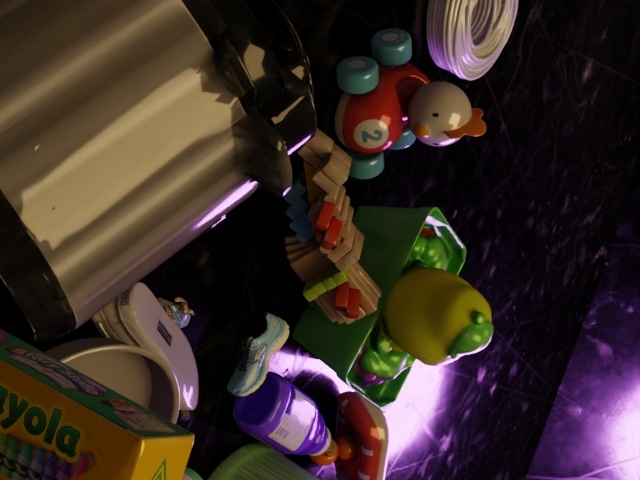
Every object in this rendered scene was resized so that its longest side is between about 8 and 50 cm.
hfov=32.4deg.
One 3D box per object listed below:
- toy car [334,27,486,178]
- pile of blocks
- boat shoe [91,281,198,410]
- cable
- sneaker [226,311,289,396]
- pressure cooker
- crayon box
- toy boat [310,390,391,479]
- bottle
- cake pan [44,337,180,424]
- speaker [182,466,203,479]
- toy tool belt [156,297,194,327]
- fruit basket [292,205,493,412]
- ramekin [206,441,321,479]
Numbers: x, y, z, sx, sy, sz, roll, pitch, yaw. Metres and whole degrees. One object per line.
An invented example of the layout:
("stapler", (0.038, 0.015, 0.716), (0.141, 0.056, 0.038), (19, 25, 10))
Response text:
("toy car", (0.169, -0.217, 1.914), (0.210, 0.238, 0.219), (-43, 141, -37))
("pile of blocks", (0.000, 0.000, 1.845), (0.112, 0.149, 0.362), (-73, 153, -62))
("boat shoe", (-0.258, 0.163, 1.613), (0.267, 0.088, 0.096), (64, 23, -49))
("cable", (0.292, -0.444, 2.122), (0.257, 0.089, 0.257), (28, 85, -60))
("sneaker", (-0.122, 0.193, 1.898), (0.073, 0.063, 0.162), (45, 64, -39))
("pressure cooker", (-0.226, -0.147, 1.126), (0.420, 0.375, 0.370), (-40, 104, -20))
("crayon box", (-0.351, 0.299, 1.278), (0.106, 0.363, 0.313), (7, 102, -59))
("toy boat", (0.049, 0.420, 2.247), (0.151, 0.151, 0.231), (-6, 117, -25))
("bottle", (-0.060, 0.332, 2.031), (0.118, 0.092, 0.283), (-65, 150, -14))
("cake pan", (-0.333, 0.253, 1.509), (0.293, 0.054, 0.293), (-22, 132, -28))
("speaker", (-0.302, 0.456, 1.691), (0.296, 0.131, 0.131), (-25, 128, -50))
("toy tool belt", (-0.220, 0.115, 1.682), (0.083, 0.051, 0.052), (5, 104, -59))
("fruit basket", (0.176, 0.133, 2.022), (0.392, 0.392, 0.283), (-62, 149, -11))
("ramekin", (-0.108, 0.539, 2.027), (0.303, 0.148, 0.303), (-36, 136, -43))
